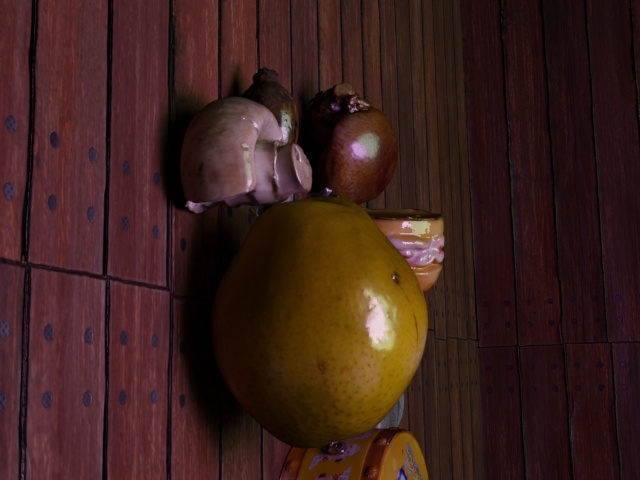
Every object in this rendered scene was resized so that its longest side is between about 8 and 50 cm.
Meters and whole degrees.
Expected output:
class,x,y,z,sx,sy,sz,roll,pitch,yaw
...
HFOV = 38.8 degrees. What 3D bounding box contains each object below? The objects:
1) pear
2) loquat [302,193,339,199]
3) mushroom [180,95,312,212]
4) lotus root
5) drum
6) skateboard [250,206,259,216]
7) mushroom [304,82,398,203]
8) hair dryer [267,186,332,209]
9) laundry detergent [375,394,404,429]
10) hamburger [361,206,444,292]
class,x,y,z,sx,sy,sz,roll,pitch,yaw
pear,-0.004,0.133,1.522,0.362,0.362,0.418,-5,93,-69
loquat,0.000,0.000,1.855,0.172,0.149,0.204,-32,129,-68
mushroom,-0.123,-0.146,1.501,0.254,0.195,0.189,-17,98,-72
lotus root,-0.100,-0.218,1.676,0.120,0.120,0.209,4,84,-69
drum,0.078,0.586,1.838,0.431,0.214,0.431,-6,90,-68
skateboard,-0.100,-0.085,1.735,0.032,0.064,0.083,45,51,-42
mushroom,0.070,-0.207,2.016,0.263,0.195,0.283,-59,140,-48
hair dryer,-0.037,-0.023,1.701,0.054,0.220,0.195,10,74,-31
laundry detergent,0.134,0.364,2.176,0.280,0.105,0.215,-13,96,-67
hamburger,0.162,0.040,2.139,0.276,0.276,0.236,-16,111,-69
